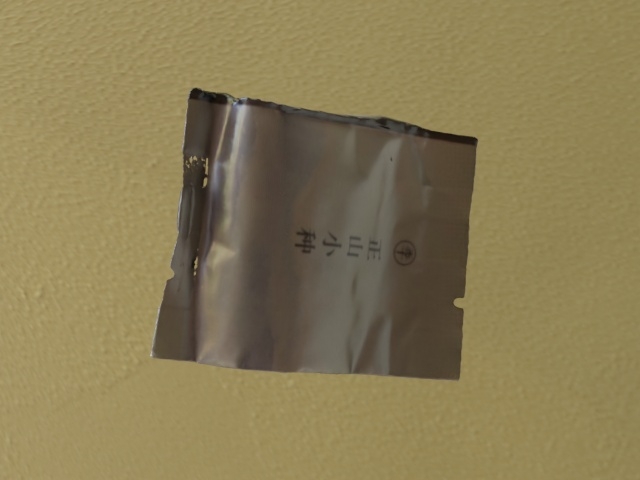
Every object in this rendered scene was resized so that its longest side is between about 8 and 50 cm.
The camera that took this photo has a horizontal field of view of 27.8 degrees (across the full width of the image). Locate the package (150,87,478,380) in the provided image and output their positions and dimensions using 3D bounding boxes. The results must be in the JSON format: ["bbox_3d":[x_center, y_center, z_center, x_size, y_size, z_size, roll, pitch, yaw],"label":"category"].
[{"bbox_3d":[0.000,0.000,0.984,0.251,0.062,0.203,8,-92,-26],"label":"package"}]
